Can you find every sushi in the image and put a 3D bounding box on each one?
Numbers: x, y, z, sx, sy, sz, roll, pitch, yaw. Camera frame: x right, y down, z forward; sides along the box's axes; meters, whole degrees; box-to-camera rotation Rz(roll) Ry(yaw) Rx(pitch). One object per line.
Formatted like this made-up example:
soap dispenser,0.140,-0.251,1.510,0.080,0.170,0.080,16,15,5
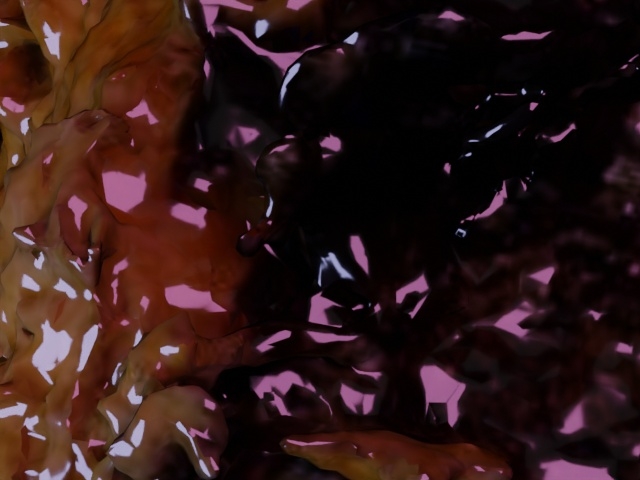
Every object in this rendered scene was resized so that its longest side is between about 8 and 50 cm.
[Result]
sushi,0.000,0.000,0.495,0.208,0.234,0.348,13,63,-19
